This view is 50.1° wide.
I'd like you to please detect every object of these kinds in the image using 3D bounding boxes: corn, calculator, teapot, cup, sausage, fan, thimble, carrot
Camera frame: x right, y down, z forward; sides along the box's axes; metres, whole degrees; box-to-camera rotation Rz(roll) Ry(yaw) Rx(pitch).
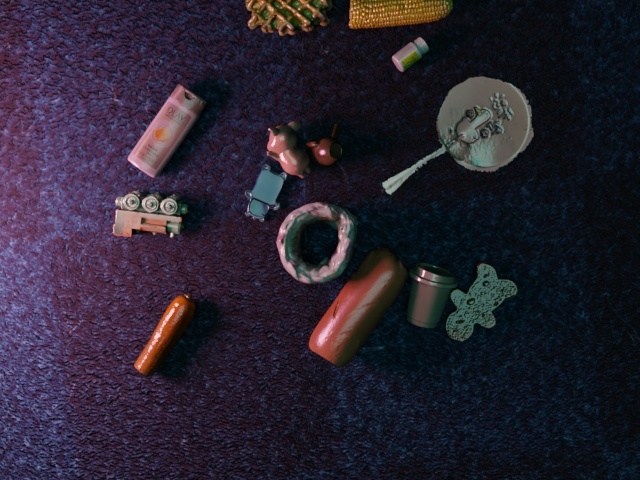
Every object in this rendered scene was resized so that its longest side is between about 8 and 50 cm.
[{"bbox_3d":[0.189,-0.553,1.633,0.249,0.081,0.081,-5,93,2],"label":"corn"},{"bbox_3d":[-0.137,-0.116,1.697,0.094,0.019,0.141,25,95,1],"label":"calculator"},{"bbox_3d":[0.020,-0.239,1.658,0.085,0.080,0.110,31,79,-29],"label":"teapot"},{"bbox_3d":[0.259,0.134,1.655,0.120,0.120,0.141,15,102,1],"label":"cup"},{"bbox_3d":[0.096,0.159,1.654,0.121,0.121,0.304,35,94,0],"label":"sausage"},{"bbox_3d":[0.328,-0.242,1.679,0.415,0.012,0.233,-31,91,0],"label":"fan"},{"bbox_3d":[0.000,0.000,1.636,0.211,0.149,0.185,-38,89,3],"label":"thimble"},{"bbox_3d":[-0.380,0.231,1.700,0.067,0.067,0.225,33,95,0],"label":"carrot"}]

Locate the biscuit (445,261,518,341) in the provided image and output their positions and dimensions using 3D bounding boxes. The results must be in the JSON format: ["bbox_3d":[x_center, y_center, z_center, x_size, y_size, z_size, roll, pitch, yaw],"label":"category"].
[{"bbox_3d":[0.382,0.158,1.690,0.138,0.031,0.205,36,93,0],"label":"biscuit"}]

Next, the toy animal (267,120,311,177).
[{"bbox_3d":[-0.074,-0.220,1.659,0.089,0.083,0.150,-22,110,25],"label":"toy animal"}]

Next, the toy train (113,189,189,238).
[{"bbox_3d":[-0.415,-0.060,1.685,0.176,0.074,0.118,8,103,-4],"label":"toy train"}]

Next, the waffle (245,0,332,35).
[{"bbox_3d":[-0.075,-0.598,1.652,0.224,0.054,0.203,-4,93,4],"label":"waffle"}]

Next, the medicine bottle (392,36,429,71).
[{"bbox_3d":[0.217,-0.450,1.654,0.083,0.047,0.047,-37,92,4],"label":"medicine bottle"}]

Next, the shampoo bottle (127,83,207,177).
[{"bbox_3d":[-0.373,-0.267,1.676,0.086,0.056,0.227,36,93,-2],"label":"shampoo bottle"}]
